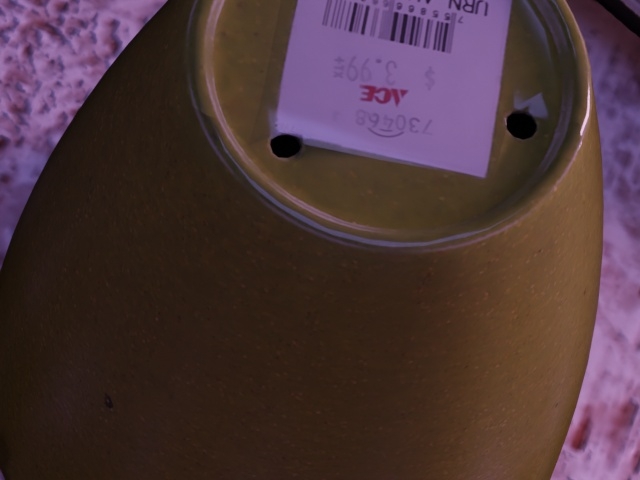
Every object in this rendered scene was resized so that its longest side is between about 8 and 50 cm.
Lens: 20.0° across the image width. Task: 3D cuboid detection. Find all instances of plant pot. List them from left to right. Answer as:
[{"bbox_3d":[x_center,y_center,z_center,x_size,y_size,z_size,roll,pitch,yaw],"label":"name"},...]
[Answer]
[{"bbox_3d":[0.000,0.000,0.719,0.274,0.293,0.275,3,65,-7],"label":"plant pot"}]

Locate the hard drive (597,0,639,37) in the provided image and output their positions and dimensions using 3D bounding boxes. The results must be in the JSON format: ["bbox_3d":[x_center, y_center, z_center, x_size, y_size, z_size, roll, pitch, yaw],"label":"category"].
[{"bbox_3d":[0.290,-0.148,0.906,0.339,0.064,0.237,43,95,10],"label":"hard drive"}]
